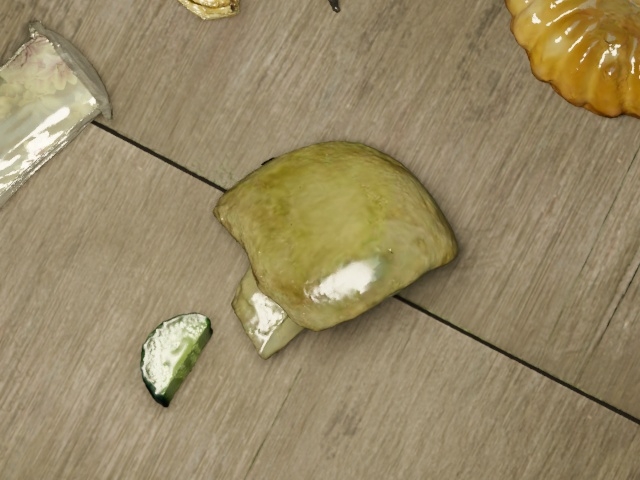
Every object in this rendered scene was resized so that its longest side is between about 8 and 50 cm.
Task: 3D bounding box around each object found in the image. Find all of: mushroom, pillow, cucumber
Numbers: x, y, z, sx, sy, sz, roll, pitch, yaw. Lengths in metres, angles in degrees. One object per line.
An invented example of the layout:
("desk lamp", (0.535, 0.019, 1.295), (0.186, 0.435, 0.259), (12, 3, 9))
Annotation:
("mushroom", (0.001, -0.010, 1.578), (0.292, 0.212, 0.217), (-28, 95, 3))
("pillow", (-0.394, -0.148, 1.641), (0.255, 0.059, 0.169), (-41, 87, -2))
("cucumber", (-0.187, 0.142, 1.602), (0.062, 0.115, 0.116), (30, 77, 1))

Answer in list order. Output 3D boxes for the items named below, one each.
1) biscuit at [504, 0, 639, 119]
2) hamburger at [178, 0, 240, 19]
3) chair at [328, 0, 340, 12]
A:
("biscuit", (0.404, -0.316, 1.656), (0.326, 0.107, 0.325), (0, 82, -1))
("hamburger", (-0.170, -0.362, 1.654), (0.102, 0.087, 0.176), (-17, 94, 10))
("chair", (0.031, -0.415, 1.632), (0.174, 0.149, 0.213), (-25, 83, -2))
